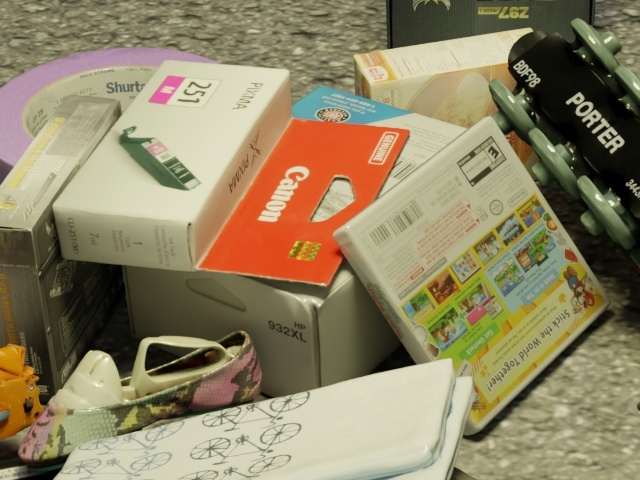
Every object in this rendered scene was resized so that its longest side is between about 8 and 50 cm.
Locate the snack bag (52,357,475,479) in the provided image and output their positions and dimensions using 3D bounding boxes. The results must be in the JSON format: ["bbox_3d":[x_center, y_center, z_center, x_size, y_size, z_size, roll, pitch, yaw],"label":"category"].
[{"bbox_3d":[-0.064,0.182,1.370,0.323,0.037,0.342,-13,15,13],"label":"snack bag"}]

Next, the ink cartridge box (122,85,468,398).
[{"bbox_3d":[0.000,0.000,1.802,0.223,0.129,0.307,20,40,31],"label":"ink cartridge box"}]

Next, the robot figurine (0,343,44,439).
[{"bbox_3d":[-0.384,0.152,1.594,0.291,0.085,0.211,-18,17,-38],"label":"robot figurine"}]

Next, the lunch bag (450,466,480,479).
[{"bbox_3d":[0.103,0.272,1.330,0.235,0.169,0.287,17,33,33],"label":"lunch bag"}]

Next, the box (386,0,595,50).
[{"bbox_3d":[0.188,-0.294,2.196,0.233,0.183,0.059,0,33,2],"label":"box"}]

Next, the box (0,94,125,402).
[{"bbox_3d":[-0.230,0.005,1.763,0.056,0.183,0.231,4,34,14],"label":"box"}]

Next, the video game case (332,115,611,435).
[{"bbox_3d":[0.136,0.026,1.716,0.026,0.206,0.227,-28,7,48],"label":"video game case"}]

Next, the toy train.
[{"bbox_3d":[0.278,-0.065,1.814,0.142,0.190,0.334,-37,41,2],"label":"toy train"}]

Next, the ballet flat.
[{"bbox_3d":[-0.149,0.120,1.618,0.221,0.079,0.077,-16,21,-27],"label":"ballet flat"}]

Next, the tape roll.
[{"bbox_3d":[-0.202,-0.095,2.003,0.275,0.090,0.275,-1,33,1],"label":"tape roll"}]

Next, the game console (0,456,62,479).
[{"bbox_3d":[-0.237,0.273,1.476,0.387,0.060,0.342,-9,27,-11],"label":"game console"}]

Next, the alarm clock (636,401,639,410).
[{"bbox_3d":[0.354,0.168,1.578,0.129,0.064,0.192,-20,34,-25],"label":"alarm clock"}]

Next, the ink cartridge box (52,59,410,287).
[{"bbox_3d":[-0.071,-0.065,1.737,0.239,0.060,0.275,5,34,17],"label":"ink cartridge box"}]

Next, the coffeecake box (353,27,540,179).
[{"bbox_3d":[0.131,-0.123,1.971,0.185,0.142,0.068,-10,34,-10],"label":"coffeecake box"}]
